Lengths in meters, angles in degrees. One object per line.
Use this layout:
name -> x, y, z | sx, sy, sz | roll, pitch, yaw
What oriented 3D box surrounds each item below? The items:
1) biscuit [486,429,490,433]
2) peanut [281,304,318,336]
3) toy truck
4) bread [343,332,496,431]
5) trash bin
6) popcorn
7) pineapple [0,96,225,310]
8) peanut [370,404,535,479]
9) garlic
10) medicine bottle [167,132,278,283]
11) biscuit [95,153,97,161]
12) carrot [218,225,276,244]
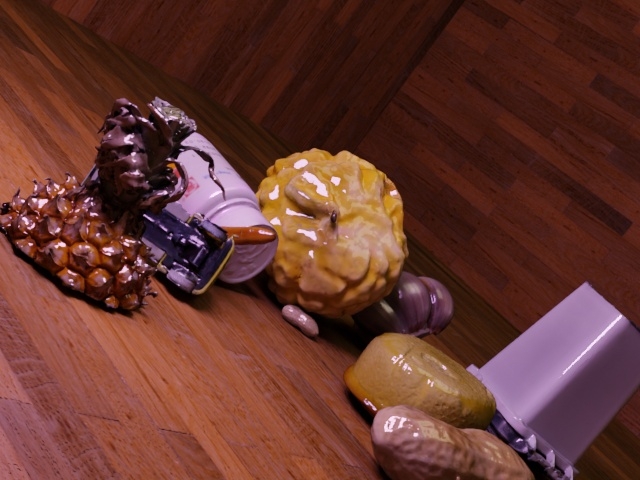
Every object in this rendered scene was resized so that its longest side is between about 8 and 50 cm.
biscuit -> 0.304, 0.371, 2.212 | 0.152, 0.020, 0.152 | 39, 9, -7
peanut -> -0.037, 0.152, 2.011 | 0.083, 0.037, 0.037 | 42, 10, 6
toy truck -> -0.271, -0.024, 1.775 | 0.272, 0.124, 0.157 | 34, 0, 5
bread -> 0.173, 0.271, 1.862 | 0.269, 0.148, 0.270 | 32, 9, -6
trash bin -> 0.518, 0.300, 2.217 | 0.256, 0.368, 0.296 | 42, 6, -27
popcorn -> 0.000, 0.000, 2.130 | 0.349, 0.349, 0.381 | 35, -33, -9
pineapple -> -0.283, -0.076, 1.516 | 0.262, 0.272, 0.262 | 35, 9, -7
peanut -> 0.206, 0.350, 1.648 | 0.313, 0.149, 0.149 | 26, 14, -25
garlic -> 0.168, 0.137, 2.241 | 0.191, 0.214, 0.160 | 50, -8, 31
medicine bottle -> -0.211, -0.063, 1.991 | 0.170, 0.170, 0.293 | 24, 20, -52
biscuit -> -0.338, -0.129, 2.155 | 0.131, 0.025, 0.231 | 11, -8, 39
carrot -> -0.191, -0.009, 1.848 | 0.247, 0.043, 0.043 | 0, -4, 21
